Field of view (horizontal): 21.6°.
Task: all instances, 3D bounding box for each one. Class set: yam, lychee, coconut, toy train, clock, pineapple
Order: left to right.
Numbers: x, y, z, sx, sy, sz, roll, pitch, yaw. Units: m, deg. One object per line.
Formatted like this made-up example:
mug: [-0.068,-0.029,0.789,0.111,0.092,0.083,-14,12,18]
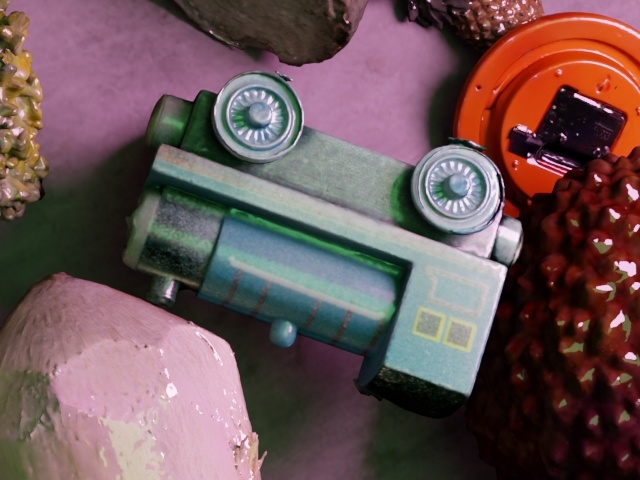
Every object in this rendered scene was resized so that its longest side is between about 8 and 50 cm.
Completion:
coconut: [-0.156,0.138,1.193,0.224,0.224,0.234,-8,94,-26]
toy train: [0.000,0.000,1.245,0.298,0.120,0.194,20,75,-7]
yam: [0.001,-0.308,1.374,0.168,0.168,0.304,27,73,-19]
pineapple: [0.116,-0.213,1.464,0.159,0.074,0.074,23,73,-13]
clock: [0.216,-0.096,1.453,0.205,0.051,0.205,-2,108,-7]
lychee: [0.259,0.090,1.350,0.306,0.306,0.330,-12,110,-26]

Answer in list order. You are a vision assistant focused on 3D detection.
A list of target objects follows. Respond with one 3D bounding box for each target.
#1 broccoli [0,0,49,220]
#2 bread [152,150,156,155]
broccoli: [-0.301,-0.114,1.186,0.242,0.180,0.273,-6,84,-25]
bread: [-0.092,-0.068,1.338,0.076,0.070,0.083,-35,96,-26]
